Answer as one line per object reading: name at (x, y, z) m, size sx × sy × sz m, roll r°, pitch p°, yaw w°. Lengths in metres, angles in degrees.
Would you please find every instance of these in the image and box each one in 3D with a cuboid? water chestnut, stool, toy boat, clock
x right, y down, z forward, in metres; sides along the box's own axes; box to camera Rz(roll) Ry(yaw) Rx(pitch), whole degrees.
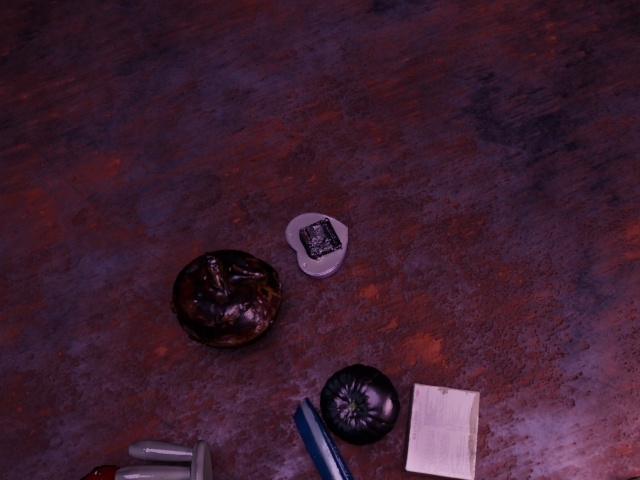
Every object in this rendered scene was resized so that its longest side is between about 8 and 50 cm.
water chestnut at (-0.249, 0.139, 1.702) m, size 0.300 × 0.300 × 0.299 m, roll -2°, pitch 67°, yaw 4°
stool at (-0.362, 0.579, 1.546) m, size 0.199 × 0.195 × 0.195 m, roll -4°, pitch 99°, yaw -6°
toy boat at (0.014, 0.527, 1.609) m, size 0.062 × 0.096 × 0.299 m, roll -31°, pitch 65°, yaw 1°
clock at (0.000, 0.000, 1.853) m, size 0.172 × 0.064 × 0.198 m, roll -24°, pitch 68°, yaw -5°

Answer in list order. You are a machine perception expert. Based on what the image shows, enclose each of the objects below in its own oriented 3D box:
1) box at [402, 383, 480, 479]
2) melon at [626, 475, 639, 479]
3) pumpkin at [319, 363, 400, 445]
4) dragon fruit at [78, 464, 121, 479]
box at (0.296, 0.472, 1.605) m, size 0.168 × 0.095 × 0.211 m, roll 7°, pitch 67°, yaw 6°
melon at (0.747, 0.609, 1.505) m, size 0.098 × 0.098 × 0.130 m, roll -18°, pitch 64°, yaw -3°
pumpkin at (0.098, 0.407, 1.626) m, size 0.202 × 0.140 × 0.201 m, roll -3°, pitch 81°, yaw 21°
dragon fruit at (-0.547, 0.721, 1.557) m, size 0.282 × 0.100 × 0.343 m, roll -15°, pitch 64°, yaw 23°
